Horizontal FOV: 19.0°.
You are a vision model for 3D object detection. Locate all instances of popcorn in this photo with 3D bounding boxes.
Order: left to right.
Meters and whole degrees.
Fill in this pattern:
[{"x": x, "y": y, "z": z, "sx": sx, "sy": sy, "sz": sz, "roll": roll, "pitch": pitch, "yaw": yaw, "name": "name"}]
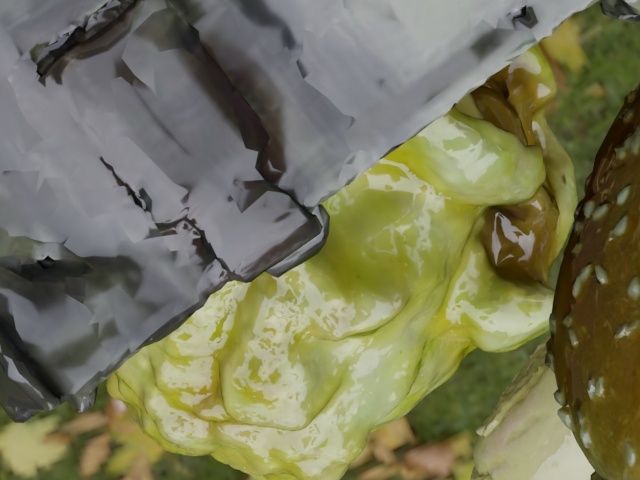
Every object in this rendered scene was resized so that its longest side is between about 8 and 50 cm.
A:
[{"x": 0.000, "y": 0.000, "z": 0.840, "sx": 0.255, "sy": 0.195, "sz": 0.256, "roll": -47, "pitch": 172, "yaw": 34, "name": "popcorn"}]

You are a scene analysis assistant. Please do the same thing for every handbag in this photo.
[{"x": -0.046, "y": -0.159, "z": 0.511, "sx": 0.325, "sy": 0.327, "sz": 0.162, "roll": -34, "pitch": 179, "yaw": 4, "name": "handbag"}]

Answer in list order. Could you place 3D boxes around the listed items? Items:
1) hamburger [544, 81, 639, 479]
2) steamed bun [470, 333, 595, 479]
[{"x": 0.152, "y": 0.018, "z": 0.545, "sx": 0.122, "sy": 0.189, "sz": 0.215, "roll": 43, "pitch": 66, "yaw": -36, "name": "hamburger"}, {"x": 0.252, "y": 0.122, "z": 1.283, "sx": 0.273, "sy": 0.232, "sz": 0.166, "roll": -49, "pitch": -178, "yaw": -11, "name": "steamed bun"}]
